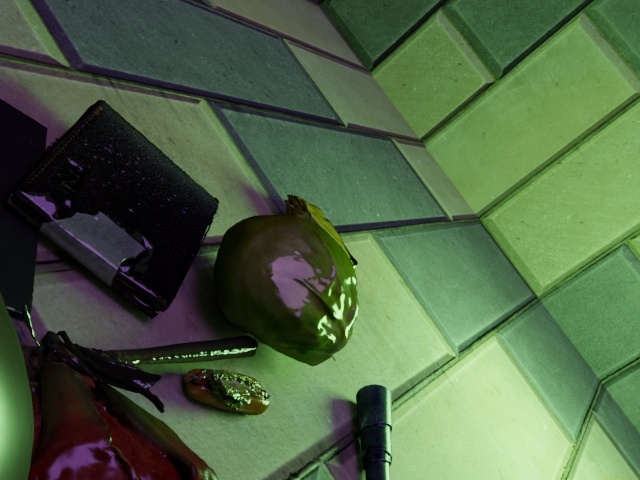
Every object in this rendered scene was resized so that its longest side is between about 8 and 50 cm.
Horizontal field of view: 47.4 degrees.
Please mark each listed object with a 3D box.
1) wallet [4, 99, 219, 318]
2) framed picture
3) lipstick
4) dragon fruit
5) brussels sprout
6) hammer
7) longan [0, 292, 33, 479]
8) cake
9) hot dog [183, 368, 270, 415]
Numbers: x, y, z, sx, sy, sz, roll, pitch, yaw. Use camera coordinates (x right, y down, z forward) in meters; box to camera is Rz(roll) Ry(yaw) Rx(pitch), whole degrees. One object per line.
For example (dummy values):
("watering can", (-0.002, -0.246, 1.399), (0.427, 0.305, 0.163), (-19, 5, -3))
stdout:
("wallet", (-0.243, -0.051, 0.912), (0.221, 0.071, 0.262), (45, 28, -20))
("framed picture", (-0.399, -0.084, 0.752), (0.244, 0.013, 0.323), (31, 29, -37))
("lipstick", (0.074, 0.300, 0.999), (0.053, 0.053, 0.234), (41, 28, -22))
("dragon fruit", (-0.173, 0.188, 0.468), (0.234, 0.234, 0.292), (-4, 72, -63))
("brussels sprout", (-0.047, 0.062, 0.986), (0.223, 0.161, 0.223), (36, 22, -17))
("hammer", (-0.160, 0.124, 0.811), (0.125, 0.026, 0.297), (23, 5, 26))
("longan", (-0.292, 0.093, 0.262), (0.361, 0.361, 0.361), (40, 25, -23))
("cake", (-0.003, 0.003, 1.302), (0.185, 0.079, 0.116), (45, 8, 12))
("hot dog", (-0.105, 0.175, 0.859), (0.133, 0.041, 0.056), (26, 33, -46))
